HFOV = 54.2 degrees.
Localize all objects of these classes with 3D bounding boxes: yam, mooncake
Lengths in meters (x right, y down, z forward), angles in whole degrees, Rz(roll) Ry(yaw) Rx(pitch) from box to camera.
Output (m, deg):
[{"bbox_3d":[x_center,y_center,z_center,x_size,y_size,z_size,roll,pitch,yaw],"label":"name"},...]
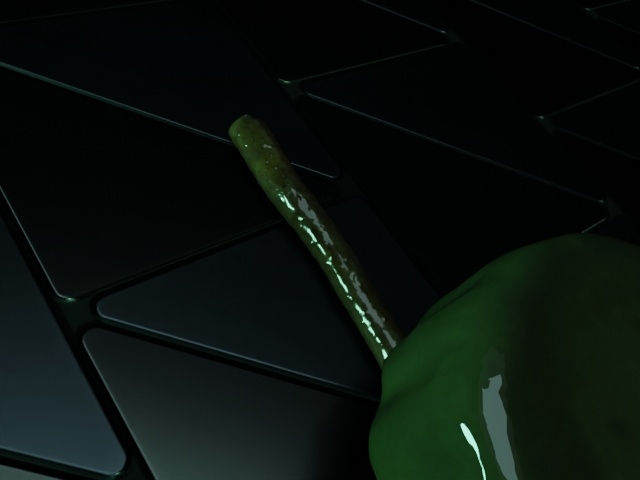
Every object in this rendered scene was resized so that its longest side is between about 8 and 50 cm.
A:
[{"bbox_3d":[0.000,0.000,0.642,0.045,0.045,0.326,-32,70,-4],"label":"yam"},{"bbox_3d":[0.214,0.166,0.508,0.352,0.187,0.351,10,59,-18],"label":"mooncake"}]
